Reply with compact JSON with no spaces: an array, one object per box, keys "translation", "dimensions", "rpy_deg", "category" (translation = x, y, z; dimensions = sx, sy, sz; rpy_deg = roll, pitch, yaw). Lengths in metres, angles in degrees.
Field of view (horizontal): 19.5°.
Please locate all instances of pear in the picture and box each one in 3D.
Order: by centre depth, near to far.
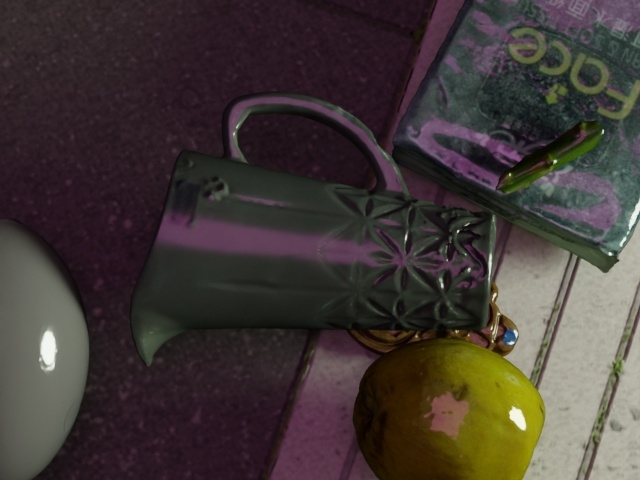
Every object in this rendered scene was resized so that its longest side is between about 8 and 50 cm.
[{"translation":[0.108,0.158,1.591],"dimensions":[0.162,0.149,0.149],"rpy_deg":[17,79,-9],"category":"pear"}]

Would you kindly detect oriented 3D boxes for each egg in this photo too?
[{"translation":[-0.285,0.099,1.593],"dimensions":[0.176,0.176,0.232],"rpy_deg":[-3,86,0],"category":"egg"}]

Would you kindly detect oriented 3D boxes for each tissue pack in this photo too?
[{"translation":[0.229,-0.162,1.678],"dimensions":[0.228,0.103,0.316],"rpy_deg":[26,80,5],"category":"tissue pack"}]

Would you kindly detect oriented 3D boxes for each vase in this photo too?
[{"translation":[0.000,0.000,1.611],"dimensions":[0.300,0.156,0.251],"rpy_deg":[6,86,4],"category":"vase"}]

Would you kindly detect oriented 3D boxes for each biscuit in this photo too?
[{"translation":[0.094,0.058,1.675],"dimensions":[0.175,0.026,0.124],"rpy_deg":[32,81,6],"category":"biscuit"}]

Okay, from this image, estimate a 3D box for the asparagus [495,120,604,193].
[{"translation":[0.194,-0.070,1.596],"dimensions":[0.108,0.021,0.025],"rpy_deg":[-31,78,-7],"category":"asparagus"}]
